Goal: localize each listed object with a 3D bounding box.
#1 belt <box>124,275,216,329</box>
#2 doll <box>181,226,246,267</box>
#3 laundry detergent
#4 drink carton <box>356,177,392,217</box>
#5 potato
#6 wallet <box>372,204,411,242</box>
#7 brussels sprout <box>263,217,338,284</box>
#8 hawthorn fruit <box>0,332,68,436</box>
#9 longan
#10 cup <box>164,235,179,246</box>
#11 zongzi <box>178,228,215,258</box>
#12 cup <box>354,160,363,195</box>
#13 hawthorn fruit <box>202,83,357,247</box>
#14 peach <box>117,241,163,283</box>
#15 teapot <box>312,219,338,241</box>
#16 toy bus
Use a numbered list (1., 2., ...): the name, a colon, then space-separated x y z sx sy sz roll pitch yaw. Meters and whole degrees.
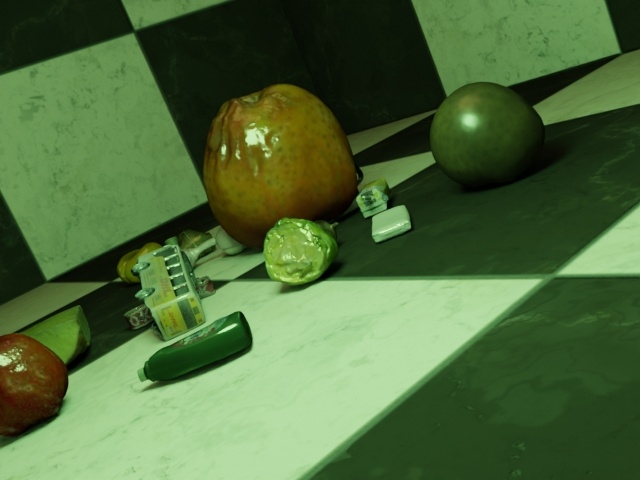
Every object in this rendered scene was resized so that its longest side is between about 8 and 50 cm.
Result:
1. belt: -0.378 0.153 1.774 0.232 0.053 0.071 -25 11 -6
2. doll: -0.355 0.028 2.180 0.365 0.094 0.160 -24 9 -1
3. laundry detergent: -0.228 0.198 1.277 0.210 0.063 0.137 -25 10 0
4. drink carton: 0.143 -0.110 1.894 0.084 0.075 0.200 -20 13 18
5. potato: -0.638 0.242 1.741 0.269 0.112 0.255 -18 9 12
6. wallet: 0.164 -0.041 1.655 0.095 0.033 0.190 -20 13 7
7. brussels sprout: -0.041 0.028 1.523 0.149 0.152 0.122 -46 -24 13
8. hawthorn fruit: -0.583 0.259 1.335 0.185 0.202 0.185 -28 16 9
9. longan: 0.384 -0.243 1.659 0.258 0.258 0.258 -22 12 5
10. cup: -0.514 0.037 2.463 0.074 0.083 0.054 -28 14 -14
11. zongzi: -0.470 0.030 2.373 0.189 0.081 0.178 9 37 45
12. cup: 0.067 -0.198 2.268 0.150 0.138 0.113 -23 12 0
13. hawthorn fruit: -0.134 -0.213 2.019 0.471 0.472 0.472 -22 12 5
14. peach: -0.608 0.080 2.400 0.179 0.103 0.179 -31 18 11
15. teapot: 0.000 0.000 1.698 0.121 0.076 0.068 -50 21 4
16. toy bus: -0.360 0.111 1.661 0.138 0.097 0.342 -24 24 -7
